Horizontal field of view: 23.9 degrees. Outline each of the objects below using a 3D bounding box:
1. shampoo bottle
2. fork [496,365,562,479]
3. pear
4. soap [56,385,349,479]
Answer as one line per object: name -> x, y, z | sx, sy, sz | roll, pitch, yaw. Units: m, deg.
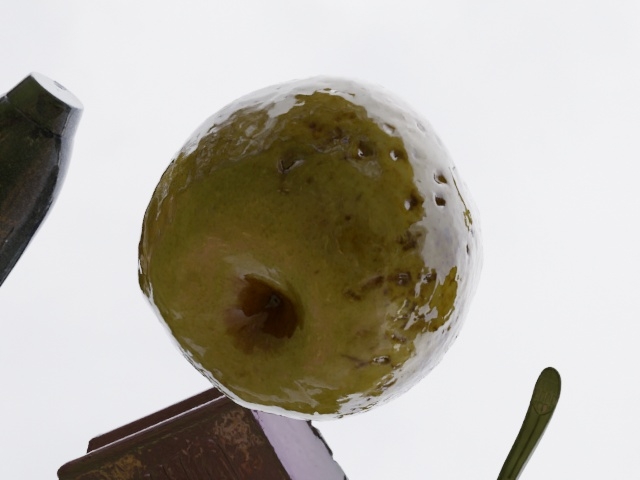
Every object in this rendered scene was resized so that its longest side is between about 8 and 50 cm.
shampoo bottle -> -0.239, -0.007, 1.011 | 0.087, 0.049, 0.234 | 33, -78, -20
fork -> 0.115, 0.186, 1.023 | 0.034, 0.028, 0.219 | 20, -98, 42
pear -> 0.000, 0.000, 0.746 | 0.178, 0.178, 0.178 | 8, -66, 20
soap -> -0.091, 0.182, 1.152 | 0.203, 0.065, 0.122 | -27, -82, 31
